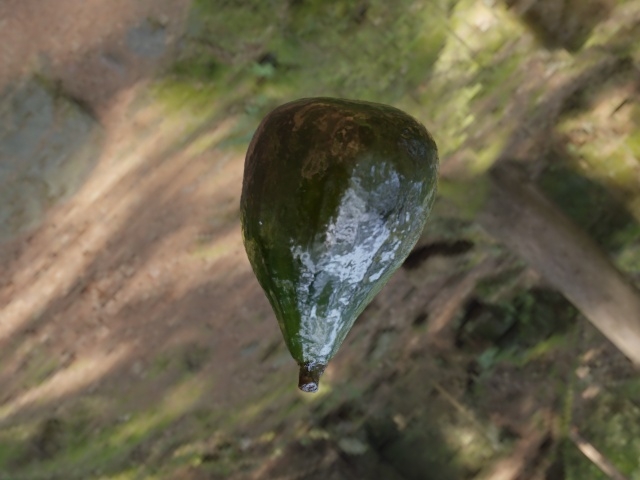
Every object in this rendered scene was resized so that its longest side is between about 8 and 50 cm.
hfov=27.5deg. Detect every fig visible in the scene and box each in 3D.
[{"bbox_3d":[0.000,0.000,0.778,0.117,0.117,0.177,-55,161,-72],"label":"fig"}]
